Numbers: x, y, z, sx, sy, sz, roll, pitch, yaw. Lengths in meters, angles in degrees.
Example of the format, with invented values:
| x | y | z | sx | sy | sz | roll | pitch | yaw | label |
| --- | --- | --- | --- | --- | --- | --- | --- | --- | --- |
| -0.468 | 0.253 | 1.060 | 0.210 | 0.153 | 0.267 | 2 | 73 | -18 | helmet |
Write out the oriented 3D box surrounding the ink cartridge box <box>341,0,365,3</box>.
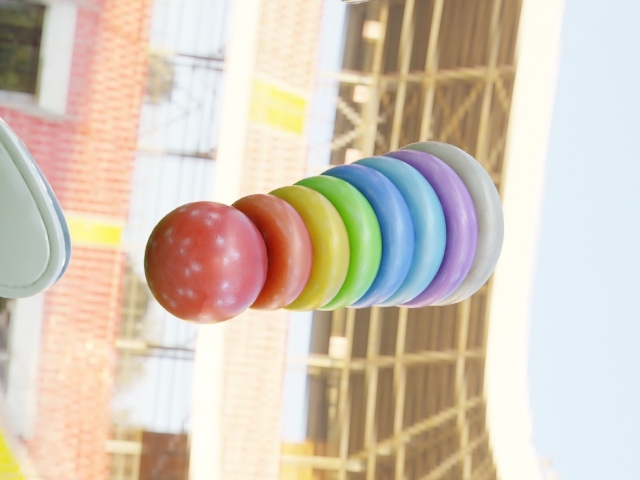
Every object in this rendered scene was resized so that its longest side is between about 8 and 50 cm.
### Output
| x | y | z | sx | sy | sz | roll | pitch | yaw | label |
| --- | --- | --- | --- | --- | --- | --- | --- | --- | --- |
| 0.030 | -0.226 | 0.289 | 0.308 | 0.091 | 0.385 | 65 | -15 | -7 | ink cartridge box |

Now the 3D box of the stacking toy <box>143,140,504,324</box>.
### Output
| x | y | z | sx | sy | sz | roll | pitch | yaw | label |
| --- | --- | --- | --- | --- | --- | --- | --- | --- | --- |
| 0.000 | 0.000 | 1.193 | 0.141 | 0.330 | 0.141 | 6 | -81 | 39 | stacking toy |

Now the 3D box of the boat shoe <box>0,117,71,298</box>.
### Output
| x | y | z | sx | sy | sz | roll | pitch | yaw | label |
| --- | --- | --- | --- | --- | --- | --- | --- | --- | --- |
| -0.291 | -0.072 | 1.218 | 0.116 | 0.319 | 0.099 | -53 | 158 | 11 | boat shoe |
